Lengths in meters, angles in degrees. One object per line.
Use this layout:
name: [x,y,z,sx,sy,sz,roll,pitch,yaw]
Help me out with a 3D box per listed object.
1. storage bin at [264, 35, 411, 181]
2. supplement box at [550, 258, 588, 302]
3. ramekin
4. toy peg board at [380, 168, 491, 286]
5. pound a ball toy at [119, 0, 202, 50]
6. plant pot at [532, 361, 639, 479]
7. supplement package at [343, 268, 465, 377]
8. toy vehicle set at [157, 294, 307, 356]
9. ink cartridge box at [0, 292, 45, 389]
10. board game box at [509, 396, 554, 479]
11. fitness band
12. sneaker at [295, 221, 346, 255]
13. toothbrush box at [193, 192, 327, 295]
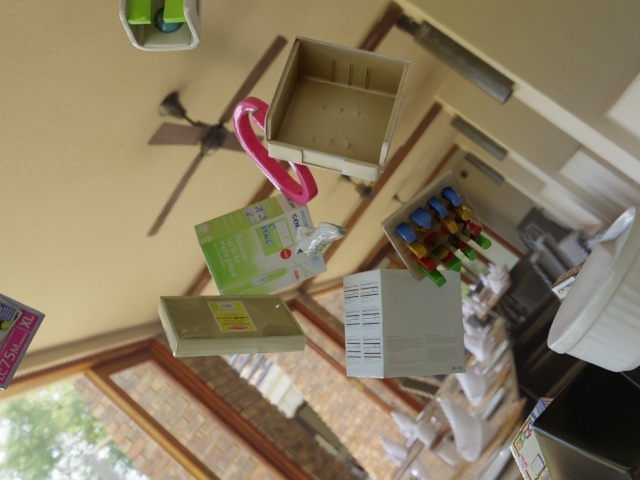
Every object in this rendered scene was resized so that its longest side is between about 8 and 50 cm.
storage bin: [0.037,-0.285,1.556,0.123,0.262,0.261,94,-168,-60]
supplement box: [0.643,0.154,1.579,0.073,0.239,0.130,-36,-7,-45]
ramekin: [0.496,0.089,1.169,0.273,0.127,0.273,-56,-12,-19]
toy peg board: [0.219,-0.011,1.281,0.161,0.079,0.161,-39,-52,-3]
pound a ball toy: [-0.319,-0.510,1.316,0.136,0.208,0.319,80,-172,-72]
plant pot: [0.510,0.348,1.244,0.187,0.167,0.188,-41,-56,-19]
supplement package: [0.164,0.164,1.422,0.194,0.203,0.149,2,-9,-27]
toy vehicle set: [-0.179,0.167,1.445,0.266,0.166,0.035,2,-63,-25]
ink cartridge box: [-0.771,0.174,1.517,0.065,0.311,0.186,-3,59,54]
board game box: [0.559,0.515,1.800,0.147,0.045,0.194,-106,30,-51]
fitness band: [-0.109,-0.211,1.707,0.054,0.291,0.209,-37,-11,-21]
sneaker: [0.000,0.000,1.418,0.152,0.053,0.061,-12,61,56]
toothbrush box: [-0.152,0.022,1.829,0.283,0.122,0.206,-21,-59,-8]
